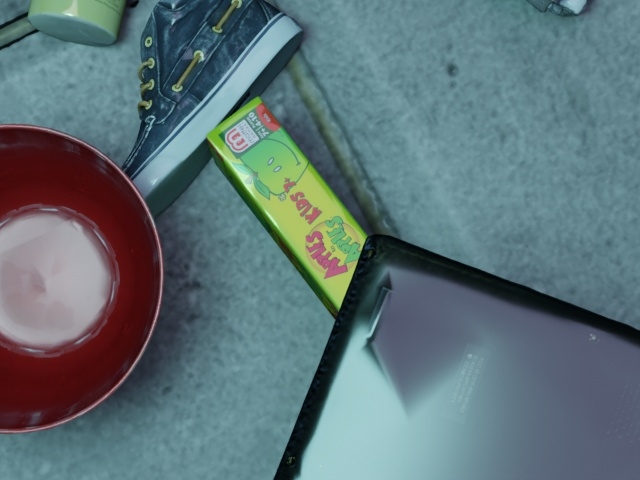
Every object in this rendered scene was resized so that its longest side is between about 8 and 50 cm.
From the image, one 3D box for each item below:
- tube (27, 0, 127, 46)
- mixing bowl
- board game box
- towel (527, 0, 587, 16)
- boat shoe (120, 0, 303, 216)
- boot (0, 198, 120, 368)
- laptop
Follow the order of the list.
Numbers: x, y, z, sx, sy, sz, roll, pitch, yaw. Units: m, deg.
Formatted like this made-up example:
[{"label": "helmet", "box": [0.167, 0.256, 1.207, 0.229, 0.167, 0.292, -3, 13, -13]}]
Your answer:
[{"label": "tube", "box": [-0.140, -0.251, 1.176, 0.062, 0.070, 0.240, 6, 79, 27]}, {"label": "mixing bowl", "box": [-0.179, 0.023, 1.071, 0.181, 0.098, 0.181, 0, 88, 2]}, {"label": "board game box", "box": [0.000, 0.000, 1.119, 0.043, 0.092, 0.181, -37, 83, -5]}, {"label": "towel", "box": [0.111, -0.310, 1.150, 0.284, 0.121, 0.235, 35, 84, 5]}, {"label": "boat shoe", "box": [-0.098, -0.094, 1.152, 0.083, 0.065, 0.183, 38, 78, 8]}, {"label": "boot", "box": [-0.184, 0.032, 1.142, 0.121, 0.045, 0.099, 30, 89, 6]}, {"label": "laptop", "box": [0.157, 0.253, 1.014, 0.408, 0.236, 0.382, 21, 86, 7]}]
